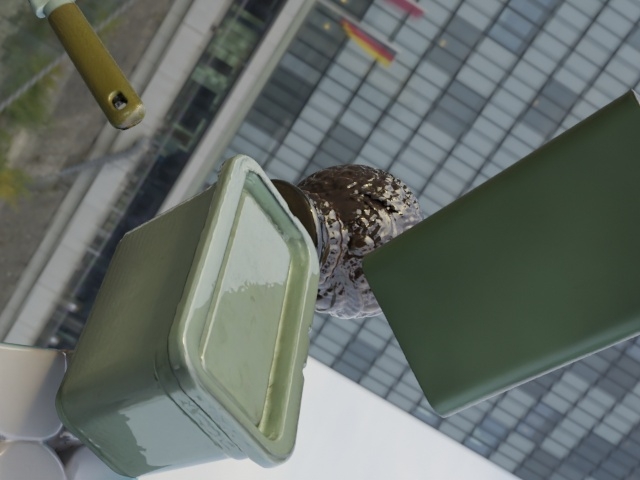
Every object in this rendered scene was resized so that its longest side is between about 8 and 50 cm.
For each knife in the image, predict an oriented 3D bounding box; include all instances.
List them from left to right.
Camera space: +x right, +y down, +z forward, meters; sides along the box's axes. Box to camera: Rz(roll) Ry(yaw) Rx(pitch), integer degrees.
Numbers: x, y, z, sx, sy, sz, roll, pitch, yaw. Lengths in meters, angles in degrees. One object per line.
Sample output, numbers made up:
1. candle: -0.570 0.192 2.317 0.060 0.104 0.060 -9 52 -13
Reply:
1. knife: -0.219 -0.214 0.852 0.061 0.343 0.027 -34 150 -5

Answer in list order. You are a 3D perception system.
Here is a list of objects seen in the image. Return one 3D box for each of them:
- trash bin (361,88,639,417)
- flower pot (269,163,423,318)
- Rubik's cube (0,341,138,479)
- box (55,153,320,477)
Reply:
1. trash bin: 0.239 0.023 1.071 0.343 0.223 0.158 -29 170 20
2. flower pot: 0.000 0.000 1.646 0.267 0.266 0.267 3 128 -52
3. Rubik's cube: -0.383 0.270 1.015 0.291 0.291 0.291 -18 -113 35
4. box: -0.128 0.082 0.988 0.182 0.175 0.312 -21 -146 24
